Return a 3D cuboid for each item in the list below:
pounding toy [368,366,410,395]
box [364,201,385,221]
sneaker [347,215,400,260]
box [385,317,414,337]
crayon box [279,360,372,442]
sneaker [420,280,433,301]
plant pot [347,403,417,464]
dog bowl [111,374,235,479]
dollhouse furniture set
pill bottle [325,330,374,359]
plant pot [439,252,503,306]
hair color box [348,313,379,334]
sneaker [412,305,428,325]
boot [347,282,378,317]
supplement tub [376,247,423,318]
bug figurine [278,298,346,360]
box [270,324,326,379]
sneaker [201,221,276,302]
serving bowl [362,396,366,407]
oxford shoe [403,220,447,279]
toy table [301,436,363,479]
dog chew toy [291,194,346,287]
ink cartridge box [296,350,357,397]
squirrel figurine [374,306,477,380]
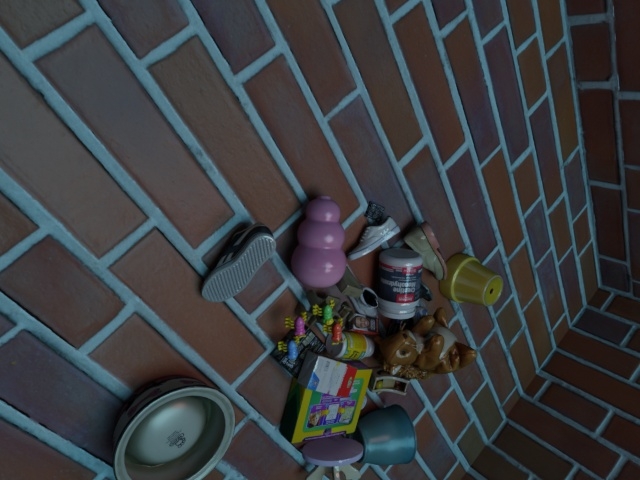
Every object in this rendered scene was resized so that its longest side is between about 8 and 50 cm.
[{"bbox_3d":[0.329,0.706,2.228,0.269,0.154,0.155,8,100,-39],"label":"pounding toy"},{"bbox_3d":[0.228,-0.120,1.950,0.083,0.018,0.067,17,95,-40],"label":"box"},{"bbox_3d":[0.209,-0.011,1.940,0.258,0.094,0.091,-34,92,-16],"label":"sneaker"},{"bbox_3d":[0.393,0.421,2.261,0.162,0.029,0.116,13,96,-41],"label":"box"},{"bbox_3d":[0.028,0.691,2.021,0.362,0.106,0.314,9,98,-38],"label":"crayon box"},{"bbox_3d":[0.443,0.247,2.204,0.227,0.087,0.130,43,80,-36],"label":"sneaker"},{"bbox_3d":[0.275,0.941,2.216,0.255,0.271,0.272,1,105,-25],"label":"plant pot"},{"bbox_3d":[-0.503,0.641,1.565,0.407,0.150,0.409,-14,113,-35],"label":"dog bowl"},{"bbox_3d":[0.036,0.227,1.876,0.212,0.161,0.242,23,113,-40],"label":"dollhouse furniture set"},{"bbox_3d":[0.134,0.457,2.014,0.208,0.117,0.118,16,95,-41],"label":"pill bottle"},{"bbox_3d":[0.773,0.216,2.348,0.253,0.239,0.254,-14,115,-33],"label":"plant pot"},{"bbox_3d":[0.191,0.369,2.039,0.141,0.043,0.072,15,61,-27],"label":"hair color box"},{"bbox_3d":[0.501,0.423,2.273,0.085,0.086,0.237,-37,127,-28],"label":"sneaker"},{"bbox_3d":[0.200,0.271,1.996,0.095,0.123,0.258,-50,129,-12],"label":"boot"},{"bbox_3d":[0.343,0.185,2.029,0.191,0.191,0.273,-9,109,-35],"label":"supplement tub"},{"bbox_3d":[-0.025,0.344,1.755,0.278,0.072,0.216,-18,126,-19],"label":"bug figurine"},{"bbox_3d":[-0.087,0.441,1.862,0.180,0.077,0.147,-49,128,-14],"label":"box"},{"bbox_3d":[-0.277,0.072,1.570,0.321,0.127,0.126,-42,124,12],"label":"sneaker"},{"bbox_3d":[0.181,0.772,2.219,0.083,0.027,0.084,-13,114,-33],"label":"serving bowl"},{"bbox_3d":[0.490,0.068,2.175,0.146,0.141,0.397,-26,131,8],"label":"oxford shoe"},{"bbox_3d":[0.053,1.001,2.079,0.274,0.252,0.161,1,100,1],"label":"toy table"},{"bbox_3d":[0.000,0.000,1.709,0.206,0.206,0.332,0,97,-38],"label":"dog chew toy"},{"bbox_3d":[0.031,0.541,1.864,0.231,0.078,0.134,28,78,-36],"label":"ink cartridge box"},{"bbox_3d":[0.411,0.512,2.079,0.370,0.281,0.397,-3,141,-30],"label":"squirrel figurine"}]
